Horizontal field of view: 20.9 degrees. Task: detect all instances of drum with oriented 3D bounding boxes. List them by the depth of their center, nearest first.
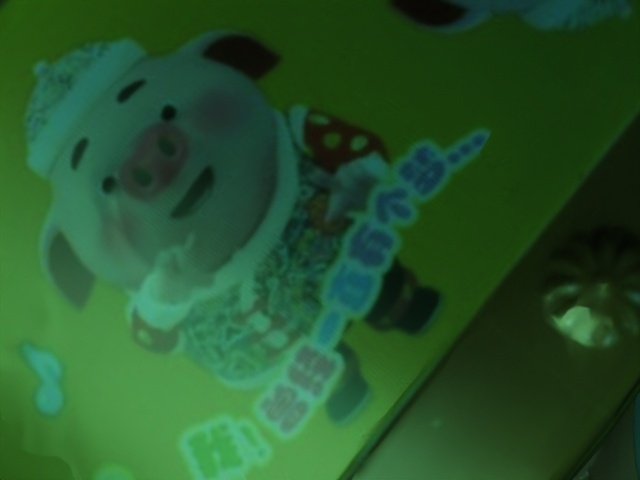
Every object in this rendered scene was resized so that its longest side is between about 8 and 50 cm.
[{"bbox_3d":[0.000,0.000,0.585,0.214,0.431,0.431,39,125,8],"label":"drum"}]

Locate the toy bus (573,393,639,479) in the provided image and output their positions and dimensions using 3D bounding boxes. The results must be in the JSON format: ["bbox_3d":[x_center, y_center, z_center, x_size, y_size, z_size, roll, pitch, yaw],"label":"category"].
[{"bbox_3d":[0.195,0.159,0.667,0.232,0.194,0.287,139,125,-59],"label":"toy bus"}]
